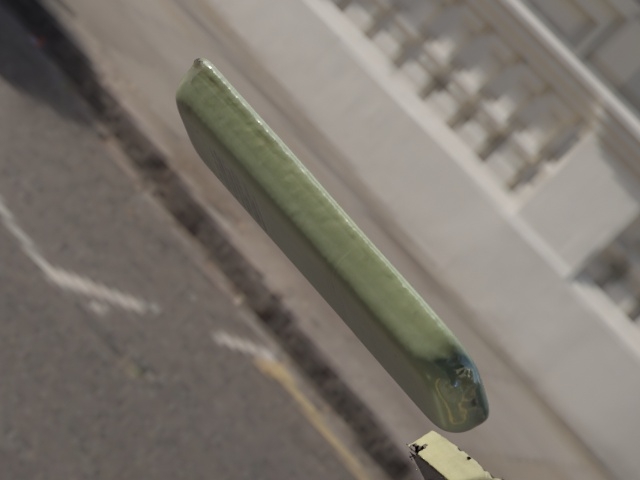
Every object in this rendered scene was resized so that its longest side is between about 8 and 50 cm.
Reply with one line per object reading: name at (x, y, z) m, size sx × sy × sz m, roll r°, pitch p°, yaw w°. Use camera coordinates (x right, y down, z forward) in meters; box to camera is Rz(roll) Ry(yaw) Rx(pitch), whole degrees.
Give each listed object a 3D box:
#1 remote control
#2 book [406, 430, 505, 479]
remote control at (0.000, -0.001, 1.128) m, size 0.309 × 0.038 × 0.090 m, roll 48°, pitch -14°, yaw 36°
book at (0.118, 0.207, 0.858) m, size 0.231 × 0.026 × 0.157 m, roll 66°, pitch -12°, yaw -20°
